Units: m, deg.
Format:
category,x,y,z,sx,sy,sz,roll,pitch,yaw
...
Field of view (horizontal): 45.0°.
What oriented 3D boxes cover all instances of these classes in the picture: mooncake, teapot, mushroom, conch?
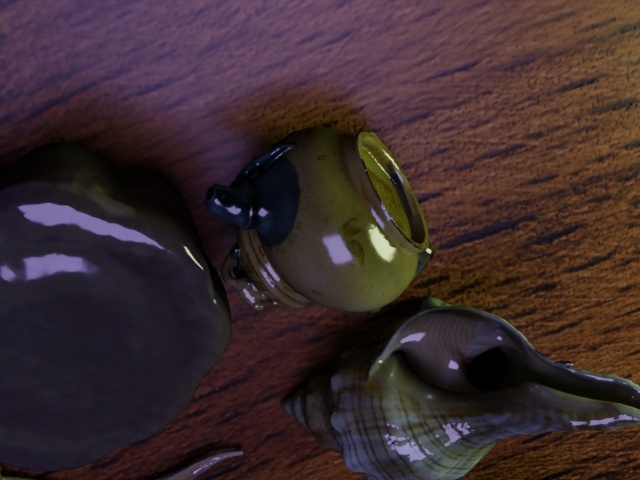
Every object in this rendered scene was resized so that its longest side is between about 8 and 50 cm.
category,x,y,z,sx,sy,sz,roll,pitch,yaw
mooncake,-0.240,0.059,0.709,0.306,0.154,0.306,-6,120,-11
teapot,0.000,0.000,0.719,0.183,0.173,0.269,-29,147,21
mushroom,-0.244,0.280,0.899,0.306,0.043,0.068,-1,142,-9
conch,0.130,0.159,0.814,0.386,0.169,0.203,-9,83,15
